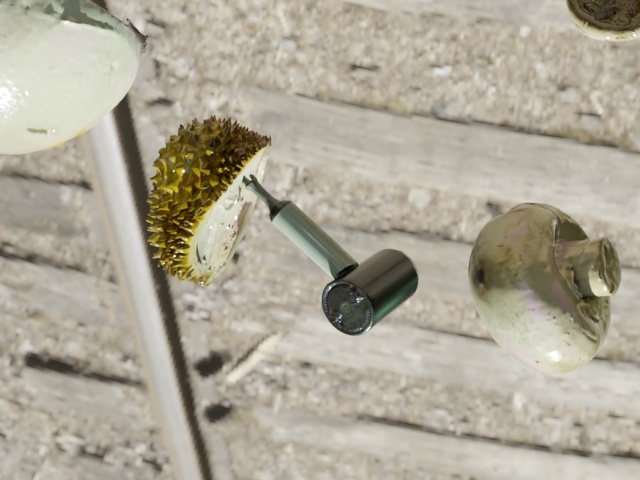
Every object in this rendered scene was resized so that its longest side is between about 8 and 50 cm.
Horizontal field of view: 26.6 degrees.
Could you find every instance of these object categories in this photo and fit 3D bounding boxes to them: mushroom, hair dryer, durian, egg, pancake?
[{"bbox_3d":[0.110,0.022,0.645,0.067,0.083,0.083,-18,135,32],"label":"mushroom"},{"bbox_3d":[0.000,0.000,1.302,0.198,0.100,0.057,43,127,9],"label":"hair dryer"},{"bbox_3d":[-0.148,-0.056,1.715,0.138,0.183,0.249,14,123,-1],"label":"durian"},{"bbox_3d":[-0.387,-0.211,1.586,0.337,0.201,0.337,18,170,3],"label":"egg"},{"bbox_3d":[0.343,-0.284,1.530,0.139,0.139,0.022,-3,158,23],"label":"pancake"}]
